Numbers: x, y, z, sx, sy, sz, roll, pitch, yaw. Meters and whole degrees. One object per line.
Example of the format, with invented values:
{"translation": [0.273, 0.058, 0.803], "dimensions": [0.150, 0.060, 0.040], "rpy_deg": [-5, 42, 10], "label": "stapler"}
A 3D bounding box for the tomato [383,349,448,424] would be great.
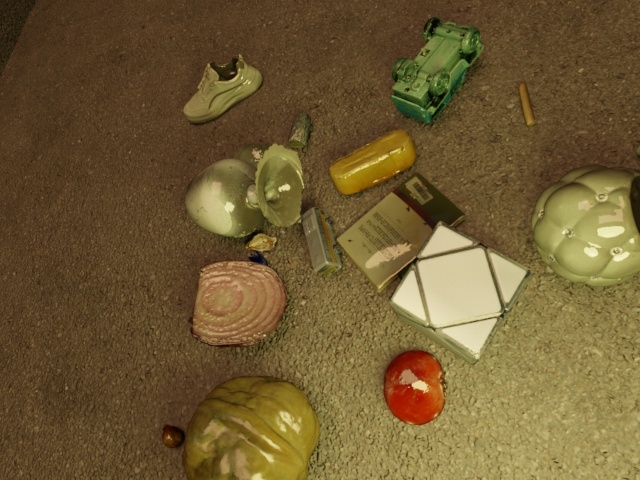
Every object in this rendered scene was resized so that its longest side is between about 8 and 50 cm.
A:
{"translation": [0.199, 0.313, 1.010], "dimensions": [0.138, 0.091, 0.159], "rpy_deg": [-7, 66, 22], "label": "tomato"}

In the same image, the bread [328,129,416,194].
{"translation": [0.143, -0.212, 1.286], "dimensions": [0.245, 0.094, 0.102], "rpy_deg": [-26, 49, 9], "label": "bread"}

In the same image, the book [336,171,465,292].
{"translation": [0.201, -0.029, 1.209], "dimensions": [0.289, 0.026, 0.201], "rpy_deg": [-40, 57, 2], "label": "book"}

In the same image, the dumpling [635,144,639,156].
{"translation": [0.786, -0.198, 0.973], "dimensions": [0.216, 0.149, 0.104], "rpy_deg": [18, 33, 36], "label": "dumpling"}

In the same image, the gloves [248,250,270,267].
{"translation": [-0.183, 0.069, 1.329], "dimensions": [0.064, 0.026, 0.086], "rpy_deg": [-48, 58, 0], "label": "gloves"}

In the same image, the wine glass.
{"translation": [-0.216, -0.126, 1.302], "dimensions": [0.322, 0.238, 0.238], "rpy_deg": [-3, 65, 36], "label": "wine glass"}

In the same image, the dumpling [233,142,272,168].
{"translation": [-0.189, -0.228, 1.426], "dimensions": [0.219, 0.108, 0.153], "rpy_deg": [11, 71, 30], "label": "dumpling"}

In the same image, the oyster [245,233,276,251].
{"translation": [-0.171, 0.006, 1.352], "dimensions": [0.093, 0.034, 0.052], "rpy_deg": [7, 85, 14], "label": "oyster"}

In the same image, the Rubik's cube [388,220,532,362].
{"translation": [0.287, 0.117, 0.982], "dimensions": [0.207, 0.205, 0.205], "rpy_deg": [33, 83, 21], "label": "Rubik's cube"}

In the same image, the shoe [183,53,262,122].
{"translation": [-0.366, -0.539, 1.623], "dimensions": [0.316, 0.159, 0.124], "rpy_deg": [-29, 59, 5], "label": "shoe"}

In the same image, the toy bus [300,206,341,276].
{"translation": [0.000, 0.000, 1.244], "dimensions": [0.064, 0.075, 0.191], "rpy_deg": [-38, 54, 34], "label": "toy bus"}

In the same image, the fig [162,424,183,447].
{"translation": [-0.390, 0.500, 1.209], "dimensions": [0.083, 0.050, 0.050], "rpy_deg": [17, 73, 49], "label": "fig"}

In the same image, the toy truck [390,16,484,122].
{"translation": [0.318, -0.474, 1.292], "dimensions": [0.155, 0.156, 0.279], "rpy_deg": [33, 82, 32], "label": "toy truck"}

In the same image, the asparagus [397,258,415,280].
{"translation": [0.263, 0.042, 1.139], "dimensions": [0.178, 0.045, 0.041], "rpy_deg": [-41, 39, -1], "label": "asparagus"}

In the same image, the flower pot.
{"translation": [0.551, -0.029, 0.935], "dimensions": [0.195, 0.246, 0.246], "rpy_deg": [-17, 55, 53], "label": "flower pot"}

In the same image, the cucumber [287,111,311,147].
{"translation": [-0.066, -0.344, 1.454], "dimensions": [0.064, 0.064, 0.112], "rpy_deg": [2, 67, 24], "label": "cucumber"}

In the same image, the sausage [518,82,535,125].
{"translation": [0.537, -0.358, 1.221], "dimensions": [0.024, 0.024, 0.133], "rpy_deg": [-10, 64, 19], "label": "sausage"}

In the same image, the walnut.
{"translation": [-0.150, 0.438, 1.003], "dimensions": [0.276, 0.282, 0.254], "rpy_deg": [8, 110, 31], "label": "walnut"}

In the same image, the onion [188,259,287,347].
{"translation": [-0.209, 0.182, 1.249], "dimensions": [0.247, 0.111, 0.250], "rpy_deg": [0, 53, 3], "label": "onion"}
